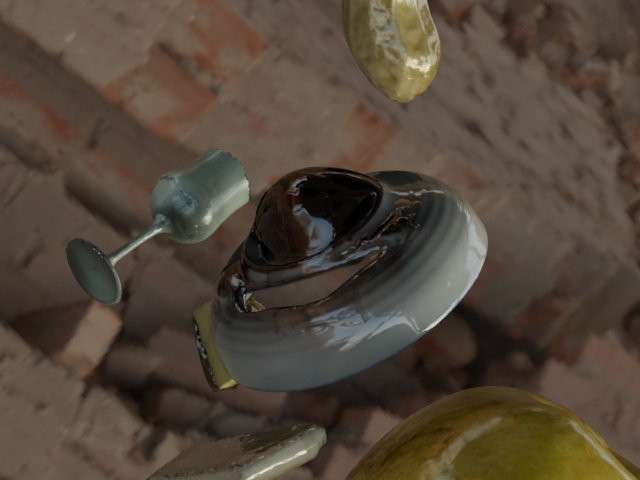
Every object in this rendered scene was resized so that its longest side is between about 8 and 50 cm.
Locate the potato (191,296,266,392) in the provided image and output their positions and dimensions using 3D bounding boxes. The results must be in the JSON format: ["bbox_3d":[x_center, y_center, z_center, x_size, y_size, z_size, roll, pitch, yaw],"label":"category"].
[{"bbox_3d":[-0.077,0.100,1.759,0.066,0.103,0.096,-11,82,-39],"label":"potato"}]

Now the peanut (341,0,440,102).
[{"bbox_3d":[0.083,-0.294,1.923,0.111,0.125,0.274,-20,106,-44],"label":"peanut"}]

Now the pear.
[{"bbox_3d":[0.134,0.271,1.349,0.314,0.314,0.314,26,44,-28],"label":"pear"}]

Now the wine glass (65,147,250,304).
[{"bbox_3d":[-0.159,-0.018,1.692,0.195,0.079,0.079,-37,88,-35],"label":"wine glass"}]

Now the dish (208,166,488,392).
[{"bbox_3d":[0.000,0.000,1.516,0.134,0.273,0.273,59,32,-26],"label":"dish"}]

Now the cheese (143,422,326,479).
[{"bbox_3d":[-0.085,0.194,1.448,0.085,0.400,0.034,-32,92,-19],"label":"cheese"}]
